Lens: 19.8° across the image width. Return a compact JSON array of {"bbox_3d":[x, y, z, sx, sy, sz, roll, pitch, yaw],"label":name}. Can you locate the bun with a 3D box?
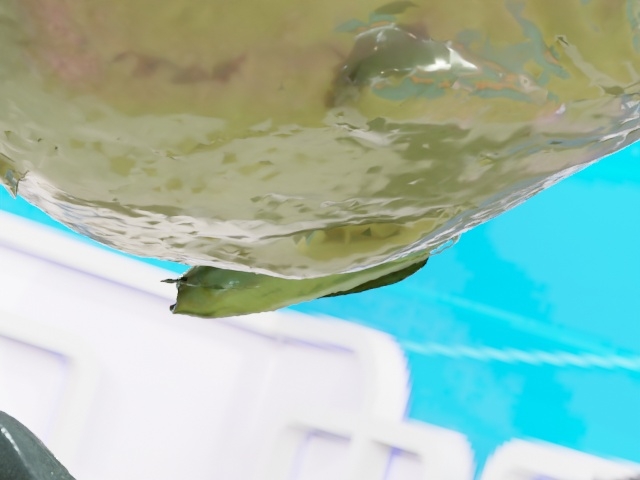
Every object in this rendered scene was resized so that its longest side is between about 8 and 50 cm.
[{"bbox_3d":[0.042,-0.104,0.467,0.187,0.293,0.293,34,-3,15],"label":"bun"}]

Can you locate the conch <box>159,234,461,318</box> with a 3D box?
[{"bbox_3d":[0.000,0.000,0.972,0.170,0.079,0.106,-24,-24,5],"label":"conch"}]

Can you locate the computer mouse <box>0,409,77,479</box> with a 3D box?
[{"bbox_3d":[-0.196,0.212,1.234,0.229,0.113,0.068,52,32,0],"label":"computer mouse"}]
